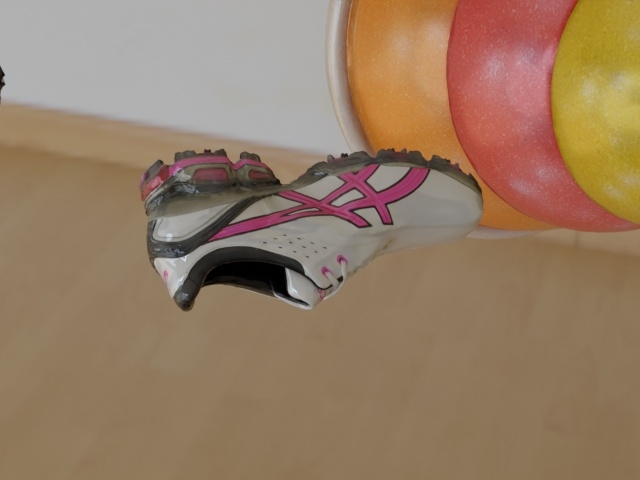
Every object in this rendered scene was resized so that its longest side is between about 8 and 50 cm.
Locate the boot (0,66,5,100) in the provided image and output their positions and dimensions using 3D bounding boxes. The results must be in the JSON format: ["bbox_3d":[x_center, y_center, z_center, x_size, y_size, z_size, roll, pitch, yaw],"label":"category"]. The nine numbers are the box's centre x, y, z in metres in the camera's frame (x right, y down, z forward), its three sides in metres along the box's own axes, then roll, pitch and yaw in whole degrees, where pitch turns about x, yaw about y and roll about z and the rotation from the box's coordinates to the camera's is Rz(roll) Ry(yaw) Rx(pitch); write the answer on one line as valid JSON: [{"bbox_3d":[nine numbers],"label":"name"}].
[{"bbox_3d":[-0.256,-0.150,0.962,0.260,0.131,0.348,41,14,16],"label":"boot"}]

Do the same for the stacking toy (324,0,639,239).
[{"bbox_3d":[0.248,-0.114,1.212,0.351,0.350,0.480,-10,21,-24],"label":"stacking toy"}]

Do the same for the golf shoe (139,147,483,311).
[{"bbox_3d":[0.000,0.000,0.895,0.186,0.067,0.086,-3,65,-17],"label":"golf shoe"}]
